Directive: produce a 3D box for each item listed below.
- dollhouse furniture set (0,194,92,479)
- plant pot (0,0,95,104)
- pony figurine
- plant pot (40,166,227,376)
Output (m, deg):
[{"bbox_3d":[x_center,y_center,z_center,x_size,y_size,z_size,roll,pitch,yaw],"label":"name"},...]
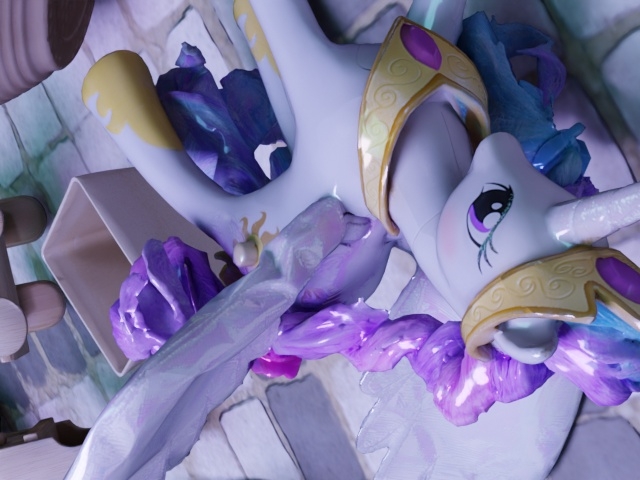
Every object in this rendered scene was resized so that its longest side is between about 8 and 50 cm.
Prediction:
[{"bbox_3d":[-0.217,0.069,1.022,0.212,0.161,0.242,-165,62,-87],"label":"dollhouse furniture set"},{"bbox_3d":[-0.211,-0.180,0.861,0.110,0.237,0.237,10,128,3],"label":"plant pot"},{"bbox_3d":[0.000,0.000,0.644,0.363,0.303,0.351,59,139,34],"label":"pony figurine"},{"bbox_3d":[-0.113,0.009,0.906,0.109,0.096,0.109,55,145,13],"label":"plant pot"}]
